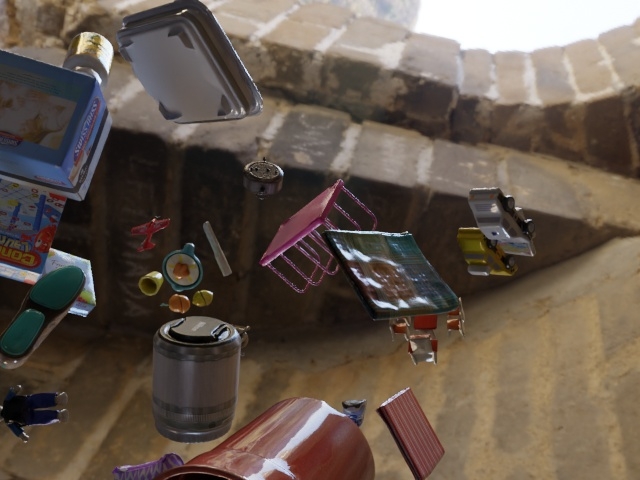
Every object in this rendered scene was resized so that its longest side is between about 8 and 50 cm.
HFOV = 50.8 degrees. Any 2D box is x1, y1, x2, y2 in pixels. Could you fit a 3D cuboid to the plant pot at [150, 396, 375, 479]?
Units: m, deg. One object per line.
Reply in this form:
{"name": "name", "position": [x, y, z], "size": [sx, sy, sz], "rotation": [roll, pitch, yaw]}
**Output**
{"name": "plant pot", "position": [-0.063, 0.361, 0.916], "size": [0.265, 0.273, 0.272], "rotation": [-29, 136, -62]}

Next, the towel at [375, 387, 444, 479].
{"name": "towel", "position": [0.227, 0.474, 1.665], "size": [0.031, 0.198, 0.275], "rotation": [-33, 166, 16]}

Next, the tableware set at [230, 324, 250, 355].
{"name": "tableware set", "position": [-0.334, 0.309, 2.221], "size": [0.128, 0.194, 0.039], "rotation": [-85, -175, -51]}

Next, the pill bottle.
{"name": "pill bottle", "position": [-0.607, -0.449, 1.754], "size": [0.208, 0.118, 0.117], "rotation": [-101, -161, -49]}

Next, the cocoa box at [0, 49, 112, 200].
{"name": "cocoa box", "position": [-0.685, -0.268, 1.513], "size": [0.228, 0.347, 0.231], "rotation": [117, -11, -72]}

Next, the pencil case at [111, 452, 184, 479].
{"name": "pencil case", "position": [-0.445, 0.604, 1.738], "size": [0.088, 0.206, 0.086], "rotation": [62, 28, -11]}

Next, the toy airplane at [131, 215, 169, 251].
{"name": "toy airplane", "position": [-0.534, -0.020, 2.111], "size": [0.028, 0.151, 0.151], "rotation": [58, 35, -39]}

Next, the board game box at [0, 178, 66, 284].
{"name": "board game box", "position": [-0.948, -0.055, 2.002], "size": [0.086, 0.308, 0.301], "rotation": [-42, -143, 48]}

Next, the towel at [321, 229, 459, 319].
{"name": "towel", "position": [0.188, 0.080, 1.724], "size": [0.370, 0.271, 0.040], "rotation": [2, 137, -49]}

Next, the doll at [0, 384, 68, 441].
{"name": "doll", "position": [-0.669, 0.392, 1.529], "size": [0.046, 0.189, 0.129], "rotation": [7, 77, -78]}

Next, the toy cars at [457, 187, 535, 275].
{"name": "toy cars", "position": [0.416, 0.006, 1.647], "size": [0.087, 0.177, 0.393], "rotation": [-62, 165, -21]}

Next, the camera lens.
{"name": "camera lens", "position": [-0.318, 0.347, 1.724], "size": [0.219, 0.220, 0.274], "rotation": [-70, 165, -76]}

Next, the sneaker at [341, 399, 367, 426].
{"name": "sneaker", "position": [0.109, 0.545, 2.115], "size": [0.211, 0.080, 0.081], "rotation": [68, 19, -69]}

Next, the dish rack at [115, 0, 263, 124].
{"name": "dish rack", "position": [-0.303, -0.367, 1.474], "size": [0.072, 0.333, 0.285], "rotation": [-51, 127, -28]}

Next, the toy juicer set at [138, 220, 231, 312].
{"name": "toy juicer set", "position": [-0.411, 0.118, 2.150], "size": [0.329, 0.209, 0.089], "rotation": [-38, -171, 22]}

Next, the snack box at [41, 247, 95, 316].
{"name": "snack box", "position": [-0.844, 0.134, 2.221], "size": [0.070, 0.175, 0.207], "rotation": [-44, -132, 21]}

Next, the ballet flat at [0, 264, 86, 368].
{"name": "ballet flat", "position": [-0.687, 0.185, 1.641], "size": [0.106, 0.108, 0.316], "rotation": [-57, -177, 42]}

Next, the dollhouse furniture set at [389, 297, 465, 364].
{"name": "dollhouse furniture set", "position": [0.372, 0.301, 2.388], "size": [0.259, 0.262, 0.135], "rotation": [-76, 155, -50]}

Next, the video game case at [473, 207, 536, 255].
{"name": "video game case", "position": [0.491, -0.027, 1.808], "size": [0.019, 0.157, 0.143], "rotation": [-39, 117, -28]}

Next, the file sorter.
{"name": "file sorter", "position": [0.000, 0.000, 2.027], "size": [0.291, 0.182, 0.202], "rotation": [-36, -161, 39]}

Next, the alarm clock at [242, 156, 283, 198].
{"name": "alarm clock", "position": [-0.183, -0.192, 2.148], "size": [0.192, 0.130, 0.064], "rotation": [-95, -167, -49]}
